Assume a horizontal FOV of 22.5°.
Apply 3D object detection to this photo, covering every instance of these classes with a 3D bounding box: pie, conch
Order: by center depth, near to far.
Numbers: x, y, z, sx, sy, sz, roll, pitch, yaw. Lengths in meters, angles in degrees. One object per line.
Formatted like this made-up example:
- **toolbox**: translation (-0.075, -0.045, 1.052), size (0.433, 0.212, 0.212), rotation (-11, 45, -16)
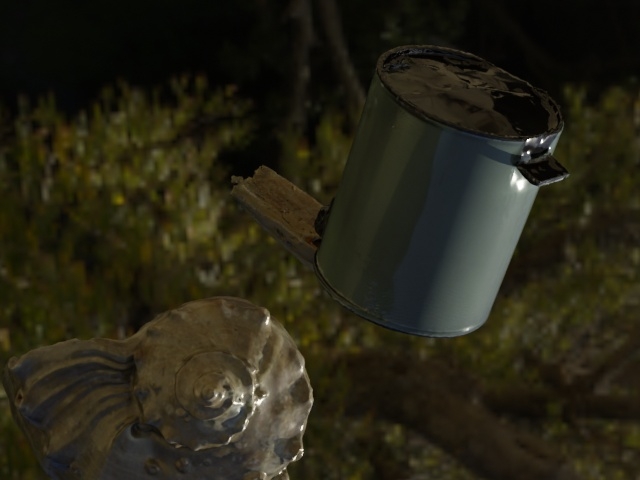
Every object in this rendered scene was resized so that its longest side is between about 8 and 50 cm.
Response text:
- **conch**: translation (-0.168, 0.188, 1.589), size (0.297, 0.210, 0.352), rotation (6, 152, -13)
- **pie**: translation (0.000, 0.000, 2.102), size (0.282, 0.068, 0.128), rotation (39, -156, 0)

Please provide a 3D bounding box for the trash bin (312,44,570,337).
- **trash bin**: translation (0.129, -0.055, 1.817), size (0.217, 0.262, 0.277), rotation (-14, -140, -44)
